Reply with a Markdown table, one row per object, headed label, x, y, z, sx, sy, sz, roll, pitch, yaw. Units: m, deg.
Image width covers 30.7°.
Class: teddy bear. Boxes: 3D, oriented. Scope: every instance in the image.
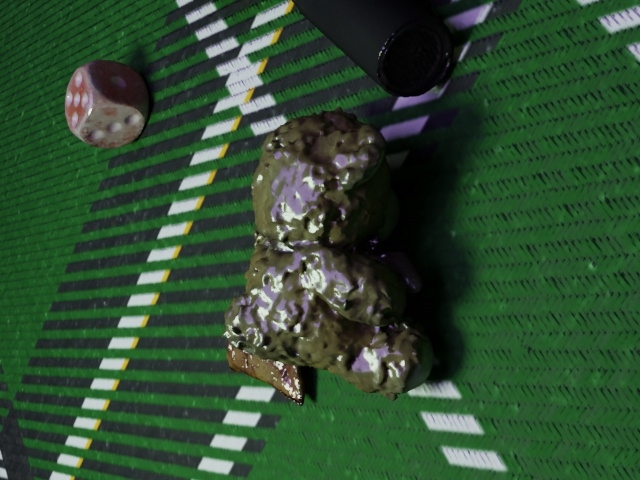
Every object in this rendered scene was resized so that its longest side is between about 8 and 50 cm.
| label | x | y | z | sx | sy | sz | roll | pitch | yaw |
| --- | --- | --- | --- | --- | --- | --- | --- | --- | --- |
| teddy bear | 0.000 | 0.000 | 1.111 | 0.267 | 0.156 | 0.256 | 19 | 100 | 57 |

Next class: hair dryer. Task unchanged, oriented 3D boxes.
| label | x | y | z | sx | sy | sz | roll | pitch | yaw |
| --- | --- | --- | --- | --- | --- | --- | --- | --- | --- |
| hair dryer | 0.082 | -0.282 | 1.095 | 0.251 | 0.089 | 0.197 | -60 | 40 | 22 |

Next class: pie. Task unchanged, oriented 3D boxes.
| label | x | y | z | sx | sy | sz | roll | pitch | yaw |
| --- | --- | --- | --- | --- | --- | --- | --- | --- | --- |
| pie | -0.062 | 0.122 | 1.291 | 0.170 | 0.034 | 0.092 | 9 | 97 | 57 |

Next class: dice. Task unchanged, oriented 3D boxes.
| label | x | y | z | sx | sy | sz | roll | pitch | yaw |
| --- | --- | --- | --- | --- | --- | --- | --- | --- | --- |
| dice | -0.298 | -0.190 | 1.626 | 0.091 | 0.093 | 0.094 | -52 | 46 | 39 |
